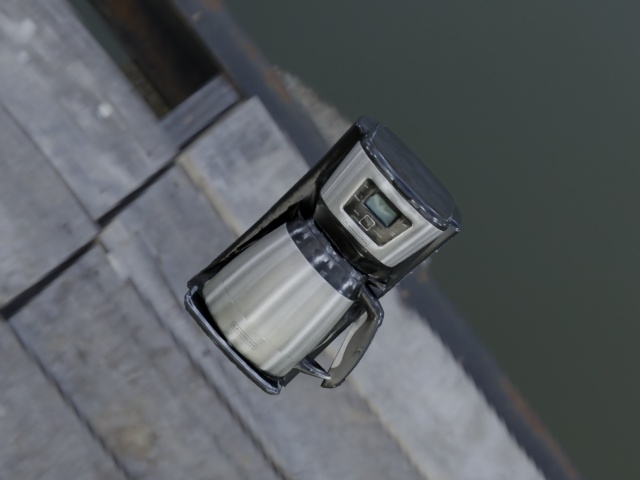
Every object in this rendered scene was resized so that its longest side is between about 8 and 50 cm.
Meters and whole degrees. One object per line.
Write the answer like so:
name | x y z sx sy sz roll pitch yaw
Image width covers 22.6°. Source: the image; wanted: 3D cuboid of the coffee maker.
coffee maker | 0.000 0.000 1.135 0.120 0.178 0.171 43 12 -27
